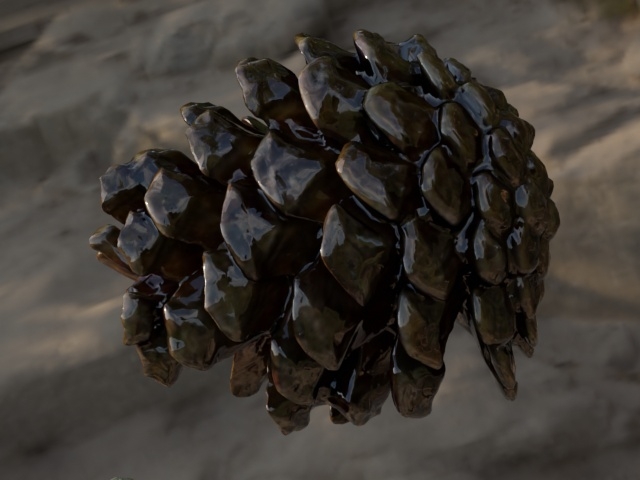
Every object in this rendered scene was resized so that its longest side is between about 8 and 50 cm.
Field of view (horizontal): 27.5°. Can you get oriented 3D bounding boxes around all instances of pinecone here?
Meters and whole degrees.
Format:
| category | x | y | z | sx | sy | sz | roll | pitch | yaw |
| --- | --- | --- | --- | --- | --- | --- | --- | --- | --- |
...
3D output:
| category | x | y | z | sx | sy | sz | roll | pitch | yaw |
| --- | --- | --- | --- | --- | --- | --- | --- | --- | --- |
| pinecone | 0.004 | 0.002 | 0.604 | 0.205 | 0.179 | 0.184 | -26 | 42 | -5 |

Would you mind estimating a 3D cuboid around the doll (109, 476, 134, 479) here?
| category | x | y | z | sx | sy | sz | roll | pitch | yaw |
| --- | --- | --- | --- | --- | --- | --- | --- | --- | --- |
| doll | -0.113 | 0.212 | 0.448 | 0.149 | 0.175 | 0.278 | -25 | 24 | 46 |
